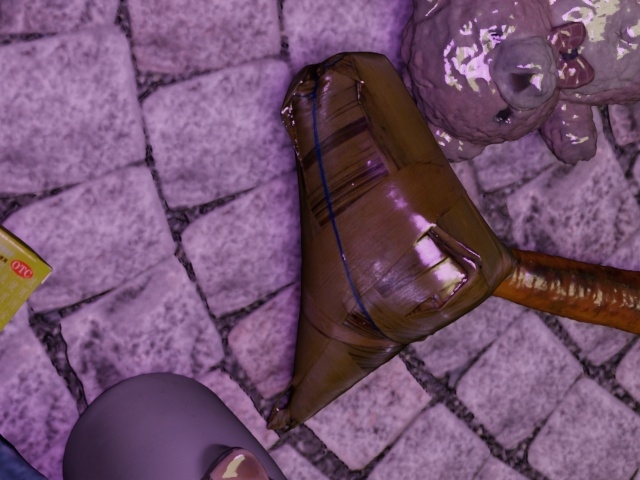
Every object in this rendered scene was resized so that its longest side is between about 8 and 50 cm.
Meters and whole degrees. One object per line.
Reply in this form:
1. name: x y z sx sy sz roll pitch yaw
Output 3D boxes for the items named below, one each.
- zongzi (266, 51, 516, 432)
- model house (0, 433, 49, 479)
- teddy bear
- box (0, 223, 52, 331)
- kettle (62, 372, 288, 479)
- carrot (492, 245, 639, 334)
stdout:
1. zongzi: 0.000 0.000 1.370 0.289 0.123 0.260 -35 84 31
2. model house: -0.296 0.325 1.149 0.291 0.184 0.253 -39 156 -34
3. teddy bear: 0.203 -0.180 1.363 0.267 0.151 0.236 -16 113 -22
4. box: -0.363 0.014 1.205 0.175 0.062 0.260 -51 127 -4
5. kettle: -0.107 0.250 1.281 0.165 0.255 0.240 -1 102 -23
6. carrot: 0.237 0.042 1.470 0.314 0.066 0.066 13 97 -22
